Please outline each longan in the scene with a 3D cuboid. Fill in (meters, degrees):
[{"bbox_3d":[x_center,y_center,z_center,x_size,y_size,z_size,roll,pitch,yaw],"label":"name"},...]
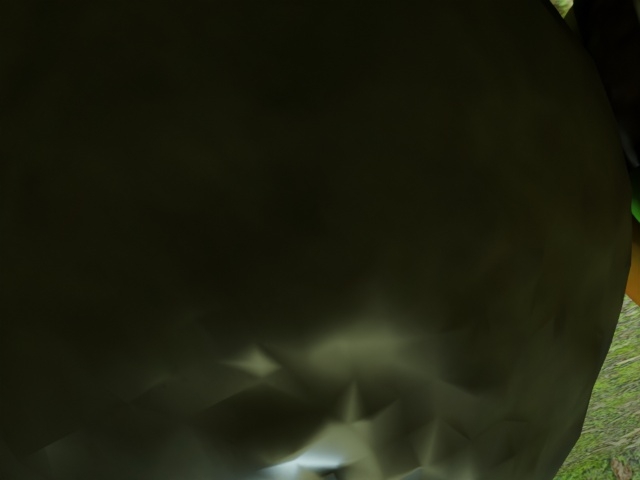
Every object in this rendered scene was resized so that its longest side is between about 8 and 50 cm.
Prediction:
[{"bbox_3d":[-0.043,0.009,0.791,0.404,0.404,0.436,-14,160,-12],"label":"longan"}]

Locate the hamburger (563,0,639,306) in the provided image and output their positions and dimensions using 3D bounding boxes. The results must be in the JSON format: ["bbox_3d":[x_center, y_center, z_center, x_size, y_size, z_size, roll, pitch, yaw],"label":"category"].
[{"bbox_3d":[0.334,-0.091,0.882,0.395,0.396,0.277,-10,148,-22],"label":"hamburger"}]
